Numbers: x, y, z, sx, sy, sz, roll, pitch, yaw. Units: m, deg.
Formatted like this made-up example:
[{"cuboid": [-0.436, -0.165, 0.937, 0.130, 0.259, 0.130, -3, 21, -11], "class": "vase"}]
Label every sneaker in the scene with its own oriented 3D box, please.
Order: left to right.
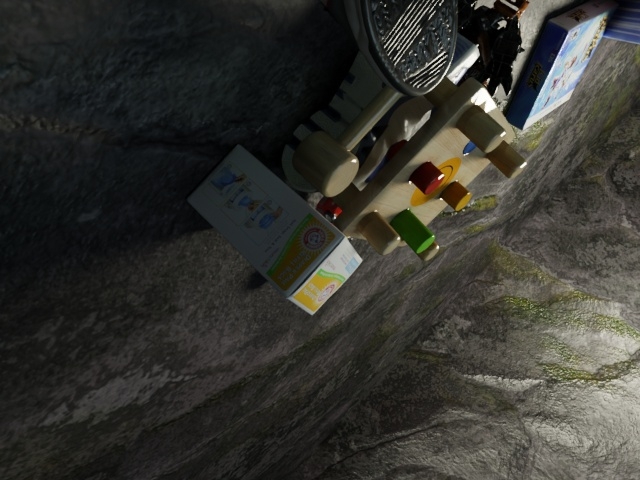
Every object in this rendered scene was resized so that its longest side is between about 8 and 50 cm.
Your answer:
[{"cuboid": [-0.004, -0.262, 0.487, 0.124, 0.178, 0.296, -43, 126, -12], "class": "sneaker"}, {"cuboid": [0.091, -0.181, 0.850, 0.315, 0.127, 0.182, -44, 160, 7], "class": "sneaker"}]

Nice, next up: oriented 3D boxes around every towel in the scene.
[{"cuboid": [0.789, -0.612, 1.267, 0.336, 0.040, 0.243, -61, -165, 21], "class": "towel"}]

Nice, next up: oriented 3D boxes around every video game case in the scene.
[{"cuboid": [0.585, -0.430, 1.353, 0.244, 0.061, 0.270, -34, 151, -31], "class": "video game case"}]

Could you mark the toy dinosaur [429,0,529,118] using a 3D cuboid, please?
[{"cuboid": [0.262, -0.332, 0.919, 0.218, 0.164, 0.322, -38, 139, -57], "class": "toy dinosaur"}]

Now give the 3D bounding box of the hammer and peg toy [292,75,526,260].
[{"cuboid": [0.139, -0.099, 0.742, 0.266, 0.127, 0.361, -46, 157, 16], "class": "hammer and peg toy"}]

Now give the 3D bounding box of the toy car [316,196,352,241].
[{"cuboid": [0.000, 0.000, 1.014, 0.225, 0.053, 0.239, -48, 163, 10], "class": "toy car"}]

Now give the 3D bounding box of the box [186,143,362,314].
[{"cuboid": [-0.058, -0.012, 0.730, 0.103, 0.203, 0.114, -47, 155, -3], "class": "box"}]
